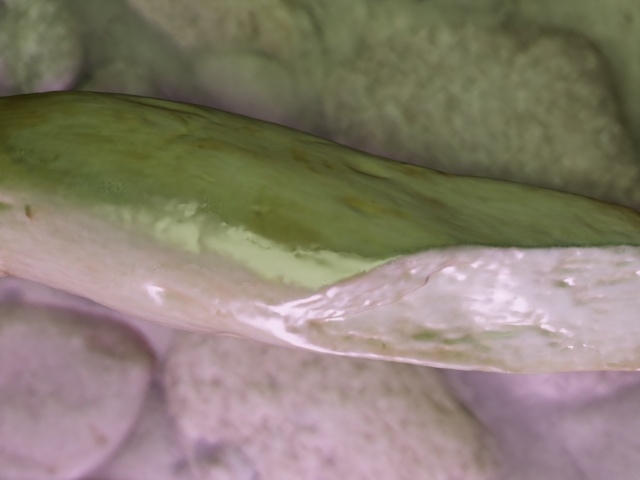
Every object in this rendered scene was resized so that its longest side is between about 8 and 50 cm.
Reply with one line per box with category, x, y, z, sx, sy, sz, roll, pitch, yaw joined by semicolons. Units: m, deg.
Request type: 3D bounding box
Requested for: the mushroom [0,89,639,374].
mushroom;-0.001;0.002;0.764;0.333;0.107;0.087;12;117;7
